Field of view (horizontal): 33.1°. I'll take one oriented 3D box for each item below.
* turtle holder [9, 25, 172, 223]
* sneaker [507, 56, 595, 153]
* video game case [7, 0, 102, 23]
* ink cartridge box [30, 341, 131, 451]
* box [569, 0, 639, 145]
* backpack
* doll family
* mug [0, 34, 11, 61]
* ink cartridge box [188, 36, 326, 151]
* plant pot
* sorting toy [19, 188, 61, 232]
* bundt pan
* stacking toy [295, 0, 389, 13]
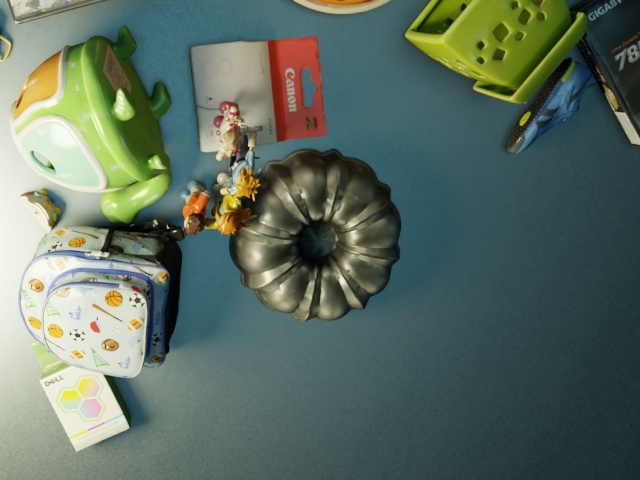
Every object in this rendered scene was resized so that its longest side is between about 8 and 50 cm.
[{"bbox_3d":[-0.378,-0.191,1.833,0.227,0.320,0.243,-17,68,10],"label":"turtle holder"},{"bbox_3d":[0.432,-0.235,1.999,0.082,0.069,0.209,35,94,-16],"label":"sneaker"},{"bbox_3d":[-0.413,-0.514,1.730,0.248,0.035,0.275,-14,102,4],"label":"video game case"},{"bbox_3d":[-0.440,0.268,1.972,0.109,0.062,0.209,-24,102,-2],"label":"ink cartridge box"},{"bbox_3d":[0.647,-0.373,2.004,0.295,0.073,0.293,-32,104,-2],"label":"box"},{"bbox_3d":[-0.387,0.102,1.869,0.263,0.213,0.277,12,117,5],"label":"backpack"},{"bbox_3d":[-0.151,-0.104,1.852,0.118,0.163,0.263,17,117,-18],"label":"doll family"},{"bbox_3d":[-0.578,-0.345,1.851,0.062,0.078,0.064,22,88,21],"label":"mug"},{"bbox_3d":[-0.110,-0.264,1.926,0.232,0.066,0.189,-6,101,-3],"label":"ink cartridge box"},{"bbox_3d":[0.315,-0.373,1.884,0.207,0.227,0.228,40,93,-19],"label":"plant pot"},{"bbox_3d":[-0.492,-0.053,1.899,0.045,0.075,0.083,-36,103,0],"label":"sorting toy"},{"bbox_3d":[0.000,0.000,1.955,0.330,0.124,0.331,-1,100,-8],"label":"bundt pan"},{"bbox_3d":[0.066,-0.524,1.679,0.350,0.480,0.351,-2,104,-8],"label":"stacking toy"}]
